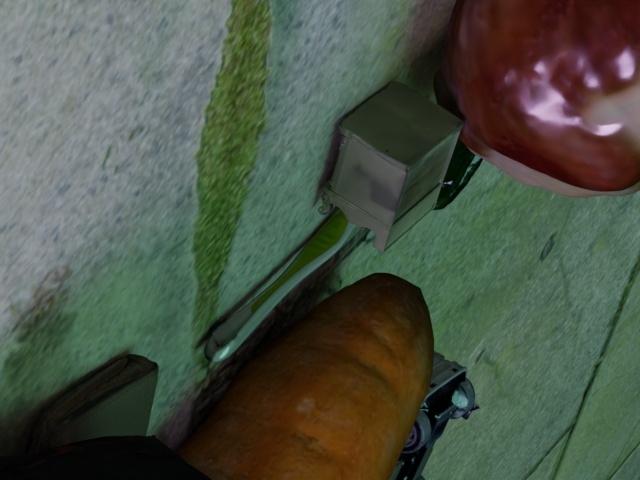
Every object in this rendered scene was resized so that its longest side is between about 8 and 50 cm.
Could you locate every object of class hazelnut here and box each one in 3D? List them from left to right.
[{"bbox_3d":[0.202,-0.161,1.394,0.261,0.241,0.261,-34,-179,1],"label":"hazelnut"}]

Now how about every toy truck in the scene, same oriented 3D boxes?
[{"bbox_3d":[0.030,0.197,1.650,0.114,0.124,0.253,-28,144,-56],"label":"toy truck"}]

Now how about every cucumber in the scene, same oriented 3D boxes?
[{"bbox_3d":[0.133,-0.103,1.565,0.036,0.033,0.184,-80,-165,-71],"label":"cucumber"}]

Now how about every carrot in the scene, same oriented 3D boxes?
[{"bbox_3d":[0.013,0.124,1.444,0.225,0.159,0.159,-54,161,-17],"label":"carrot"}]

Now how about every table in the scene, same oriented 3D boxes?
[{"bbox_3d":[0.048,-0.052,1.384,0.079,0.062,0.083,-39,154,-43],"label":"table"}]

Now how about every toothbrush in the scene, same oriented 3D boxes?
[{"bbox_3d":[0.000,0.000,1.416,0.263,0.022,0.026,-44,146,-33],"label":"toothbrush"}]

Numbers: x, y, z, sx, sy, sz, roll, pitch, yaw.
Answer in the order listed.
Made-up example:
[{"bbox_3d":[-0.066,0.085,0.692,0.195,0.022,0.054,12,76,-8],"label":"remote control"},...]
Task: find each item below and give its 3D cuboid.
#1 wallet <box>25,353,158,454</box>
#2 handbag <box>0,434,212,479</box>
[{"bbox_3d":[-0.155,0.153,1.251,0.118,0.039,0.153,-33,146,-51],"label":"wallet"},{"bbox_3d":[-0.164,0.214,1.128,0.215,0.155,0.169,-10,127,-43],"label":"handbag"}]
